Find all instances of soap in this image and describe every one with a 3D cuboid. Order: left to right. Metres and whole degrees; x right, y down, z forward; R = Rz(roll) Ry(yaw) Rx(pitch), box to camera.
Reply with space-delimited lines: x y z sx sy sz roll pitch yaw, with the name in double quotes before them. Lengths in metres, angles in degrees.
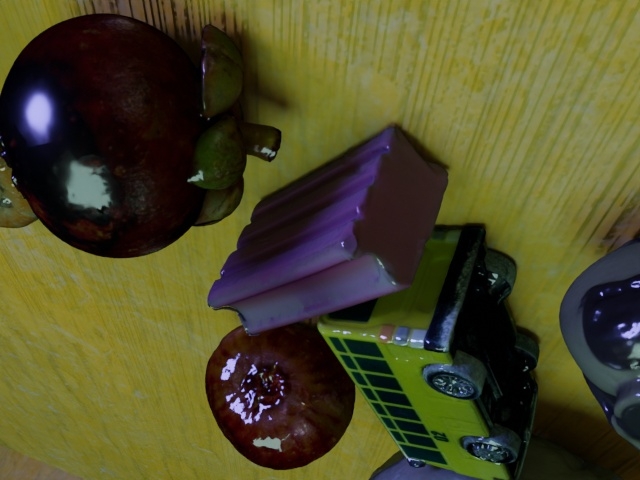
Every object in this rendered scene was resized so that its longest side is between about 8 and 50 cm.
"soap" 0.000 0.000 0.601 0.065 0.122 0.203 39 147 -22

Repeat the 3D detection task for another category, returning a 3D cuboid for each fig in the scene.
"fig" -0.036 0.185 0.883 0.175 0.175 0.207 12 161 18

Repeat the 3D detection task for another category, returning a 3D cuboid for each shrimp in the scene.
"shrimp" -0.381 -0.079 0.814 0.133 0.051 0.187 -18 138 23

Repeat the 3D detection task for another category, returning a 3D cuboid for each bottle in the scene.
"bottle" 0.314 0.128 0.548 0.347 0.168 0.168 42 144 -22

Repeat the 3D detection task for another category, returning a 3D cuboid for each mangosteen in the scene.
"mangosteen" -0.128 -0.076 0.547 0.200 0.199 0.199 17 148 11

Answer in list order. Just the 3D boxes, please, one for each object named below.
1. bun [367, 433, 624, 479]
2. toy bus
"bun" 0.214 0.319 0.848 0.355 0.194 0.354 12 161 4
"toy bus" 0.111 0.112 0.691 0.150 0.128 0.262 3 142 31
